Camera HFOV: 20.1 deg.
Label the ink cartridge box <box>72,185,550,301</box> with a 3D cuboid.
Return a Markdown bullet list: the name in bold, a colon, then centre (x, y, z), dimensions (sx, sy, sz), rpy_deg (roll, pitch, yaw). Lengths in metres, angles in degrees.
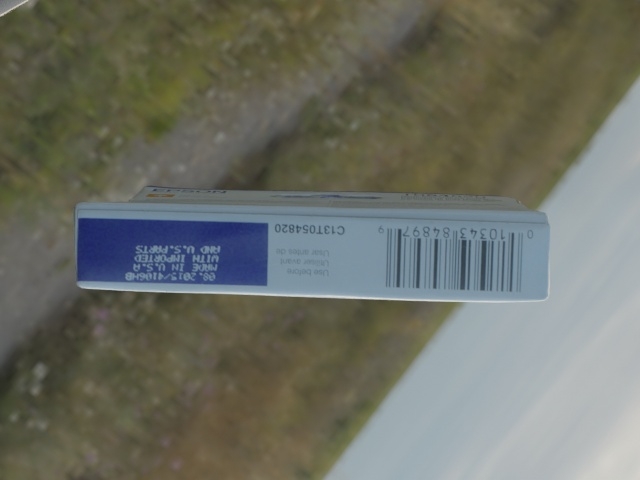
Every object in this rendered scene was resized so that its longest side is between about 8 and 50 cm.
- **ink cartridge box**: centre (0.000, 0.000, 0.925), dimensions (0.224, 0.223, 0.045), rpy_deg (-49, 140, -85)

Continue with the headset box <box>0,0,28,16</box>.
- **headset box**: centre (-0.205, -0.142, 0.534), dimensions (0.283, 0.131, 0.246), rpy_deg (-25, -134, 22)
